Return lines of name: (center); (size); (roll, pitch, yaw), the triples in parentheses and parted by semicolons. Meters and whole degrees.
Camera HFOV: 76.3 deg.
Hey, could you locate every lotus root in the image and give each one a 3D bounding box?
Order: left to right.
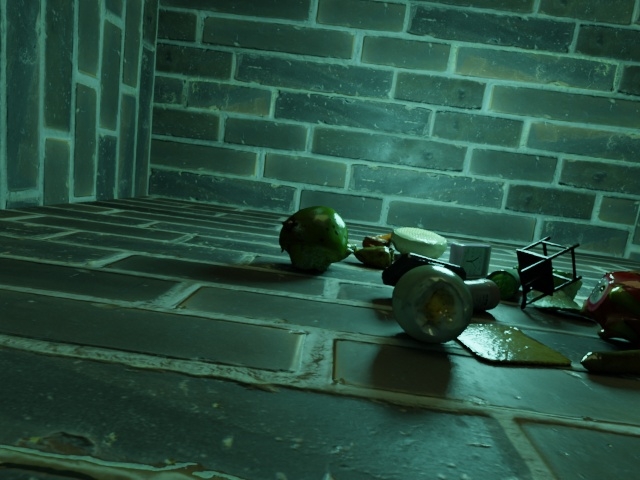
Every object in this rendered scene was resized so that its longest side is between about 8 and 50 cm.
lotus root: (0.221, 0.068, 1.743); (0.191, 0.094, 0.108); (2, -17, 21)

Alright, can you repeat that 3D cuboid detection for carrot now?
carrot: (0.736, 0.274, 0.927); (0.343, 0.070, 0.070); (5, 9, -8)

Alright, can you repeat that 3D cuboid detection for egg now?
egg: (0.261, 0.150, 0.972); (0.183, 0.182, 0.217); (9, -5, 8)

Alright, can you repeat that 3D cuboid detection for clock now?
clock: (0.635, 0.088, 1.733); (0.197, 0.149, 0.063); (2, 7, -32)

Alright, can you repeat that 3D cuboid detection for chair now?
chair: (0.747, 0.107, 1.402); (0.260, 0.154, 0.141); (-21, 18, -14)

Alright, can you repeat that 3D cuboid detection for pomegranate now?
pomegranate: (0.000, 0.000, 1.540); (0.261, 0.260, 0.341); (16, 0, 44)

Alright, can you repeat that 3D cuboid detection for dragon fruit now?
dragon fruit: (0.871, 0.193, 1.122); (0.227, 0.223, 0.224); (24, 15, 24)

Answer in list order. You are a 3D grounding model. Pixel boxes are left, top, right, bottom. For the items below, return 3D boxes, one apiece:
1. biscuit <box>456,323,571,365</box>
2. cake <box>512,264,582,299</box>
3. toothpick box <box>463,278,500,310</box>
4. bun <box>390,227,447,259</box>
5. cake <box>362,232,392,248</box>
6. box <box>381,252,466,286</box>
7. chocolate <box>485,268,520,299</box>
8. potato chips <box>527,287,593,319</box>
biscuit: (0.444, 0.249, 1.005); (0.237, 0.013, 0.232); (6, 9, -12)
cake: (0.873, 0.135, 1.572); (0.100, 0.099, 0.235); (28, 11, -28)
toothpick box: (0.461, 0.169, 1.250); (0.149, 0.098, 0.098); (2, 10, -29)
bun: (0.477, 0.026, 2.012); (0.288, 0.146, 0.287); (8, 13, -2)
cake: (0.319, 0.011, 2.125); (0.135, 0.098, 0.287); (13, 11, 32)
box: (0.327, 0.114, 1.298); (0.231, 0.050, 0.160); (15, -36, -20)
chocolate: (0.722, 0.155, 1.565); (0.110, 0.110, 0.291); (13, 8, 33)
potato chips: (0.809, 0.209, 1.393); (0.167, 0.059, 0.228); (-1, 19, -3)
